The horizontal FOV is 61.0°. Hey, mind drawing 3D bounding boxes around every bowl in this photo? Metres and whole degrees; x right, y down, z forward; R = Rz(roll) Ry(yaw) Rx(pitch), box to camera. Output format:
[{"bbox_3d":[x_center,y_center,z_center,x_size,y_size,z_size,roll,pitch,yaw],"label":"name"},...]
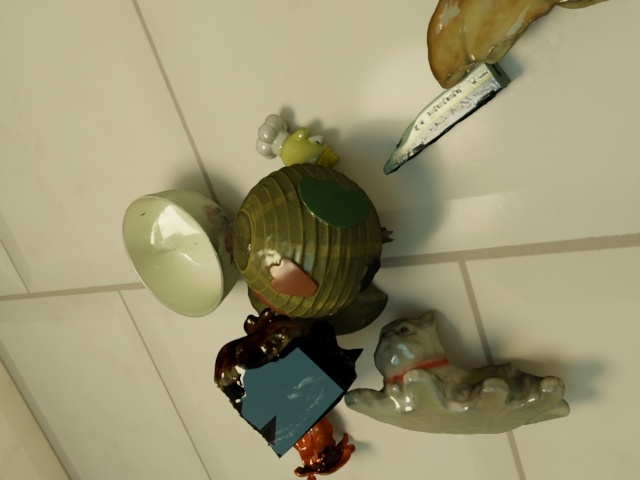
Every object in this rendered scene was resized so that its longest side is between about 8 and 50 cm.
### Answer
[{"bbox_3d":[-0.269,0.011,1.144,0.276,0.145,0.277,14,121,26],"label":"bowl"}]

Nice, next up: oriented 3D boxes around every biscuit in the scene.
[{"bbox_3d":[0.252,-0.316,0.657,0.299,0.045,0.154,-20,82,37],"label":"biscuit"}]

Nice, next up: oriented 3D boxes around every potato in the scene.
[{"bbox_3d":[-0.006,0.094,1.038,0.255,0.112,0.270,19,126,24],"label":"potato"}]

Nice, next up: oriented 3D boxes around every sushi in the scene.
[{"bbox_3d":[-0.075,0.229,0.942,0.212,0.227,0.215,41,102,6],"label":"sushi"}]

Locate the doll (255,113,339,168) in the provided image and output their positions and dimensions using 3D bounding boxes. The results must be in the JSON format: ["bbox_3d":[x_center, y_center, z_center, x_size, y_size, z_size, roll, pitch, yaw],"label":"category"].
[{"bbox_3d":[-0.045,-0.159,0.954,0.162,0.062,0.106,31,129,14],"label":"doll"}]

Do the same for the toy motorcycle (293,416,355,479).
[{"bbox_3d":[-0.030,0.395,1.202,0.221,0.147,0.326,29,138,47],"label":"toy motorcycle"}]

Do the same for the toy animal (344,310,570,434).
[{"bbox_3d":[0.241,0.221,0.932,0.307,0.188,0.266,-33,117,33],"label":"toy animal"}]

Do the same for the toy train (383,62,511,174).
[{"bbox_3d":[0.169,-0.176,0.808,0.233,0.052,0.051,-35,89,41],"label":"toy train"}]

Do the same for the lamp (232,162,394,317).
[{"bbox_3d":[0.000,0.000,0.881,0.250,0.284,0.251,7,98,60],"label":"lamp"}]
